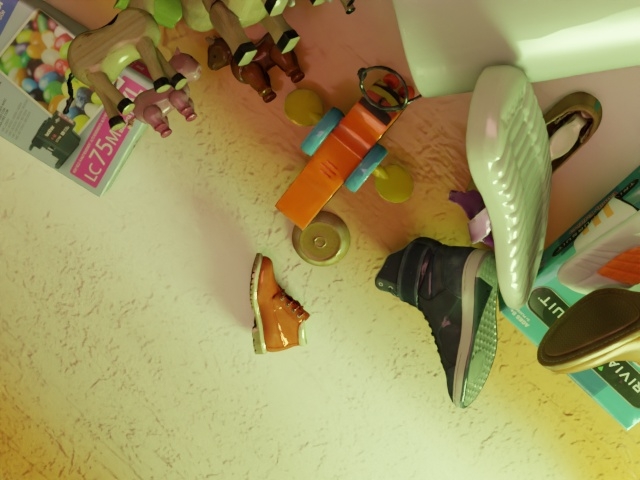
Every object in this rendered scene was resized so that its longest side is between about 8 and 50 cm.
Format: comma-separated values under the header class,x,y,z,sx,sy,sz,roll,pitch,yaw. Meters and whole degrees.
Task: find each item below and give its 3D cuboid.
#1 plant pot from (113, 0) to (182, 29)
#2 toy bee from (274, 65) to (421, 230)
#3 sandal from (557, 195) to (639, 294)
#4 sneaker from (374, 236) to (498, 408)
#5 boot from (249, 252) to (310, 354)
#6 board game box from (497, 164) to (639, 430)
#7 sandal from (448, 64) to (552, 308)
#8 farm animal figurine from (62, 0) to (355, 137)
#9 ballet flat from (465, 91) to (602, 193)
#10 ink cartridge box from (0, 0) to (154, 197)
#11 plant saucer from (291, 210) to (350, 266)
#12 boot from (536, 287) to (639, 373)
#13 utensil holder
class,x,y,z,sx,sy,sz,roll,pitch,yaw
plant pot,-0.214,-0.315,1.482,0.079,0.083,0.083,31,111,-17
toy bee,0.063,-0.136,1.483,0.298,0.162,0.195,-21,109,42
sandal,0.406,-0.027,1.419,0.102,0.076,0.265,29,126,-30
sneaker,0.154,0.105,1.553,0.163,0.086,0.226,13,109,33
boot,-0.058,0.087,1.619,0.084,0.059,0.158,-3,118,5
board game box,0.446,0.057,1.528,0.254,0.079,0.336,42,109,-8
sandal,0.207,-0.068,1.361,0.102,0.169,0.416,13,151,22
farm animal figurine,-0.128,-0.284,1.370,0.326,0.330,0.172,-41,76,35
ballet flat,0.272,-0.103,1.494,0.080,0.073,0.232,40,110,-8
ink cartridge box,-0.380,-0.217,1.545,0.311,0.065,0.186,33,110,-3
plant saucer,0.000,0.000,1.598,0.083,0.015,0.084,2,111,6
boot,0.438,0.144,1.456,0.283,0.109,0.220,-32,121,6
utensil holder,0.278,-0.343,1.280,0.385,0.328,0.328,-8,109,13
